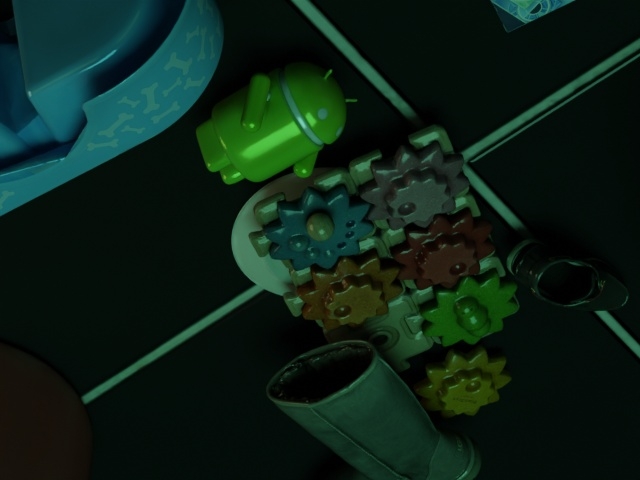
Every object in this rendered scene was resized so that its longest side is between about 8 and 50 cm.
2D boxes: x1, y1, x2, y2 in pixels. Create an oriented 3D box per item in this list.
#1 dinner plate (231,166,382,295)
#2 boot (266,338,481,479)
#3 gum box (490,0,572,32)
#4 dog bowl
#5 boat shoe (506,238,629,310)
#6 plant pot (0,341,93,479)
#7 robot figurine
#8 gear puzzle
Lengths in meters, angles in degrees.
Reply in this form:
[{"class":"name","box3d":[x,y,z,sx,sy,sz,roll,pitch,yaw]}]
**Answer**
[{"class":"dinner plate","box3d":[0.000,0.000,1.334,0.141,0.017,0.141,-4,131,-4]},{"class":"boot","box3d":[0.019,0.173,1.428,0.190,0.076,0.208,-32,143,19]},{"class":"gum box","box3d":[0.175,-0.243,1.123,0.184,0.041,0.157,-25,131,13]},{"class":"dog bowl","box3d":[-0.196,-0.107,1.114,0.297,0.166,0.074,-26,143,13]},{"class":"boat shoe","box3d":[0.208,0.036,1.370,0.133,0.042,0.049,20,107,-41]},{"class":"plant pot","box3d":[-0.313,0.253,1.359,0.275,0.243,0.275,-5,133,-6]},{"class":"robot figurine","box3d":[-0.032,-0.086,1.215,0.115,0.067,0.101,-28,148,14]},{"class":"gear puzzle","box3d":[0.073,0.058,1.361,0.175,0.044,0.339,-23,137,5]}]
